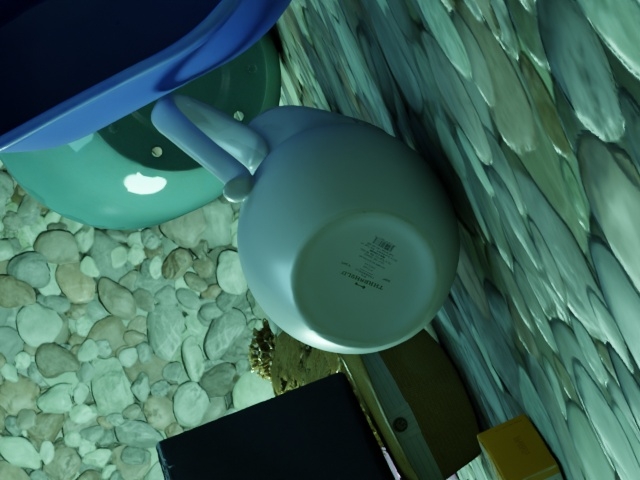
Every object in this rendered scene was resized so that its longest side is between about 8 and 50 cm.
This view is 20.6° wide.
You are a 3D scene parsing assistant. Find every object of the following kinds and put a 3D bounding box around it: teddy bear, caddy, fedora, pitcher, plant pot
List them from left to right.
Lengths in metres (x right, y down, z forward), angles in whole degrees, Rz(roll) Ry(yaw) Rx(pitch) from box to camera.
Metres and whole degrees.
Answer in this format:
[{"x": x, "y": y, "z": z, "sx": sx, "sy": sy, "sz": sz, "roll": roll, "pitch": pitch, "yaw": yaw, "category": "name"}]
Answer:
[{"x": -0.171, "y": -0.186, "z": 1.032, "sx": 0.241, "sy": 0.341, "sz": 0.179, "roll": 65, "pitch": -166, "yaw": 5, "category": "caddy"}, {"x": -0.171, "y": -0.154, "z": 1.716, "sx": 0.293, "sy": 0.293, "sz": 0.235, "roll": 66, "pitch": 165, "yaw": -9, "category": "plant pot"}, {"x": -0.013, "y": -0.023, "z": 1.036, "sx": 0.178, "sy": 0.125, "sz": 0.207, "roll": 20, "pitch": -164, "yaw": -16, "category": "pitcher"}, {"x": 0.011, "y": 0.115, "z": 1.888, "sx": 0.338, "sy": 0.113, "sz": 0.245, "roll": -179, "pitch": 89, "yaw": -70, "category": "teddy bear"}, {"x": 0.079, "y": 0.136, "z": 1.446, "sx": 0.194, "sy": 0.079, "sz": 0.194, "roll": 62, "pitch": 177, "yaw": 6, "category": "fedora"}]

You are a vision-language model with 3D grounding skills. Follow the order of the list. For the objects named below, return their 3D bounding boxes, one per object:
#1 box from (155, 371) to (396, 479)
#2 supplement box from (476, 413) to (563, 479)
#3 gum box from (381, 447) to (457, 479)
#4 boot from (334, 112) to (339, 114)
[{"x": 0.016, "y": 0.321, "z": 1.465, "sx": 0.296, "sy": 0.183, "sz": 0.294, "roll": 68, "pitch": 179, "yaw": -51, "category": "box"}, {"x": 0.136, "y": 0.167, "z": 1.103, "sx": 0.062, "sy": 0.036, "sz": 0.098, "roll": -118, "pitch": 5, "yaw": -61, "category": "supplement box"}, {"x": 0.085, "y": 0.195, "z": 1.969, "sx": 0.107, "sy": 0.062, "sz": 0.188, "roll": 69, "pitch": 175, "yaw": -45, "category": "gum box"}, {"x": -0.009, "y": -0.030, "z": 1.515, "sx": 0.246, "sy": 0.083, "sz": 0.161, "roll": -15, "pitch": 96, "yaw": 68, "category": "boot"}]
